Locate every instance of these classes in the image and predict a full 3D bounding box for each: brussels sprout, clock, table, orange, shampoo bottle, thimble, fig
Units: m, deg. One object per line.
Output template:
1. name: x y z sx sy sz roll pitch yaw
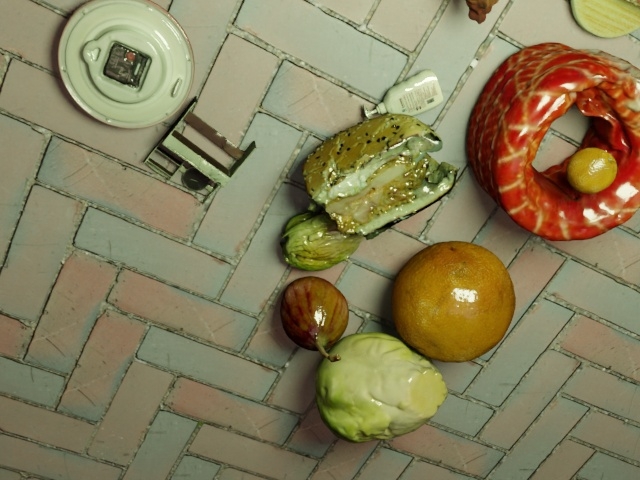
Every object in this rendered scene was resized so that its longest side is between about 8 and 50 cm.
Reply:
1. brussels sprout: 0.122 0.327 1.521 0.274 0.316 0.242 14 74 -5
2. clock: -0.351 -0.321 1.264 0.245 0.056 0.244 -2 118 -3
3. table: -0.238 -0.166 1.354 0.146 0.062 0.175 36 107 -21
4. orange: 0.275 0.132 1.456 0.265 0.264 0.264 -2 118 -4
5. orange: 0.460 -0.119 1.177 0.085 0.085 0.084 -2 118 -4
6. shampoo bottle: 0.157 -0.269 1.342 0.152 0.045 0.077 -24 119 5
7. brussels sprout: 0.001 -0.002 1.445 0.181 0.100 0.139 -27 127 8
8. thimble: 0.464 -0.185 1.312 0.351 0.230 0.350 -2 119 -4
9. fig: -0.014 0.181 1.503 0.148 0.201 0.149 -3 155 11

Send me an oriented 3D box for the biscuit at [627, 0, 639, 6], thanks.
1. biscuit: 0.603 -0.482 1.229 0.309 0.079 0.185 20 80 -12

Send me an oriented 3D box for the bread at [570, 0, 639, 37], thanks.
1. bread: 0.538 -0.436 1.294 0.193 0.036 0.112 9 118 -15

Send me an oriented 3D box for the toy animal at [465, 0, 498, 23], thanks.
1. toy animal: 0.266 -0.526 1.154 0.097 0.157 0.312 -5 119 -3

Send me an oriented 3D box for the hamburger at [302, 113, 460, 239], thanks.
1. hamburger: 0.101 -0.135 1.336 0.288 0.192 0.167 -29 130 10
